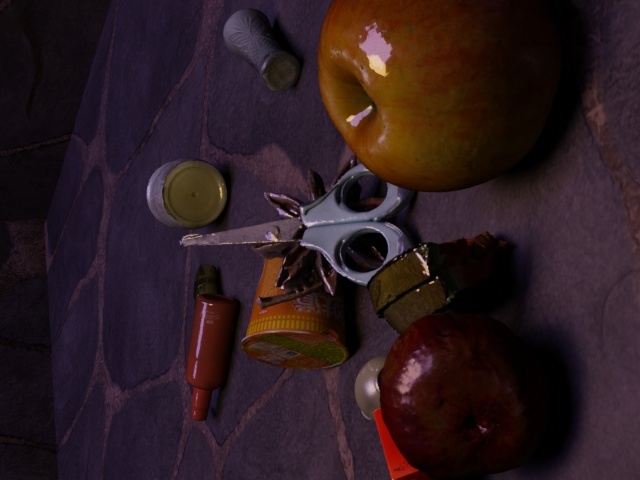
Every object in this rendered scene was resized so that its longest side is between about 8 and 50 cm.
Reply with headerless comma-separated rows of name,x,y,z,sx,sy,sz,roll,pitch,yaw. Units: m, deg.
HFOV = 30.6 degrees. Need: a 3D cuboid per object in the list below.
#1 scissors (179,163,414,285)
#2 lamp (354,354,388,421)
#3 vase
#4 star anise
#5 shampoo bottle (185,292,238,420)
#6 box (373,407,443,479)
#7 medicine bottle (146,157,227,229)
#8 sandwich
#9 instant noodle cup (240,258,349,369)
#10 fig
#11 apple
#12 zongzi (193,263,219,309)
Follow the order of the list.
scissors,-0.038,-0.016,1.657,0.029,0.360,0.191,49,-140,-61
lamp,0.083,0.208,1.563,0.163,0.091,0.091,113,157,-69
vase,-0.105,-0.348,2.156,0.219,0.096,0.096,55,133,54
star anise,-0.001,0.000,1.700,0.262,0.230,0.081,-58,-21,-8
shampoo bottle,-0.216,0.226,2.245,0.085,0.085,0.244,-148,66,-65
box,0.114,0.273,1.397,0.152,0.048,0.100,64,-175,-47
medicine bottle,-0.274,-0.095,2.396,0.143,0.147,0.147,-177,94,-71
sandwich,0.132,0.060,1.403,0.079,0.159,0.235,67,151,12
instant noodle cup,-0.030,0.083,1.780,0.168,0.168,0.185,140,140,-58
fig,0.148,0.180,1.329,0.290,0.190,0.191,122,151,-76
apple,0.123,-0.202,1.348,0.301,0.301,0.302,-172,90,-67
zongzi,-0.233,0.116,2.370,0.113,0.052,0.104,103,168,-46
